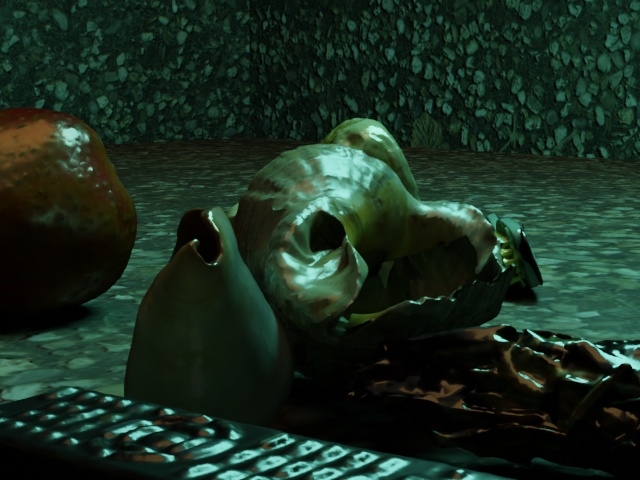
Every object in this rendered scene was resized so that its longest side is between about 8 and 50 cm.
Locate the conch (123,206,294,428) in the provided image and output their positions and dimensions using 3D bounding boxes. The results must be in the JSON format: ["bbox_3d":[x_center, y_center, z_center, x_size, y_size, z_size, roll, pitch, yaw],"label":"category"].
[{"bbox_3d":[-0.069,0.046,0.617,0.094,0.176,0.104,17,56,28],"label":"conch"}]

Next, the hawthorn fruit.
[{"bbox_3d":[-0.257,-0.014,0.956,0.179,0.179,0.200,8,28,41],"label":"hawthorn fruit"}]

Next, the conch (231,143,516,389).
[{"bbox_3d":[0.030,0.018,0.731,0.178,0.163,0.245,-15,9,4],"label":"conch"}]

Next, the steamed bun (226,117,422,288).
[{"bbox_3d":[0.000,0.000,0.954,0.155,0.172,0.141,-20,3,-12],"label":"steamed bun"}]

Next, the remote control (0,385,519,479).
[{"bbox_3d":[-0.029,0.072,0.351,0.245,0.025,0.063,3,5,43],"label":"remote control"}]

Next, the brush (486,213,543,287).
[{"bbox_3d":[0.173,0.012,1.177,0.060,0.068,0.297,-21,3,5],"label":"brush"}]

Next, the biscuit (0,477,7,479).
[{"bbox_3d":[-0.164,0.114,0.343,0.455,0.078,0.350,1,7,15],"label":"biscuit"}]

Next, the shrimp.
[{"bbox_3d":[0.157,0.104,0.504,0.365,0.071,0.233,11,17,28],"label":"shrimp"}]
